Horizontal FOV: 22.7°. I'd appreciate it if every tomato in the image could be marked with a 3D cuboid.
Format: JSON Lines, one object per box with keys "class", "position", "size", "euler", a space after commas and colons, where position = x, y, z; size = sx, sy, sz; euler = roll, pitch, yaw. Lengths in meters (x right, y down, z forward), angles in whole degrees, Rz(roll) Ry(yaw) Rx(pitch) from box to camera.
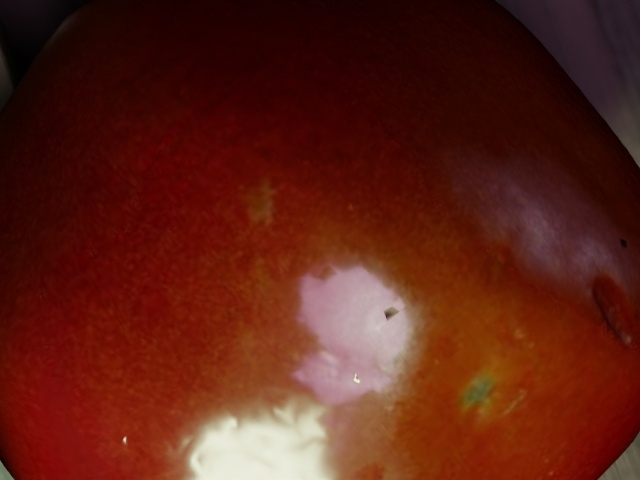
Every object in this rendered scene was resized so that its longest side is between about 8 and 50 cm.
{"class": "tomato", "position": [0.007, 0.024, 0.638], "size": [0.299, 0.226, 0.298], "euler": [-10, 110, -29]}

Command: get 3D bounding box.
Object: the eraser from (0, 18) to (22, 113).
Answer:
{"class": "eraser", "position": [-0.216, -0.071, 0.646], "size": [0.172, 0.058, 0.117], "euler": [-19, 120, -6]}
